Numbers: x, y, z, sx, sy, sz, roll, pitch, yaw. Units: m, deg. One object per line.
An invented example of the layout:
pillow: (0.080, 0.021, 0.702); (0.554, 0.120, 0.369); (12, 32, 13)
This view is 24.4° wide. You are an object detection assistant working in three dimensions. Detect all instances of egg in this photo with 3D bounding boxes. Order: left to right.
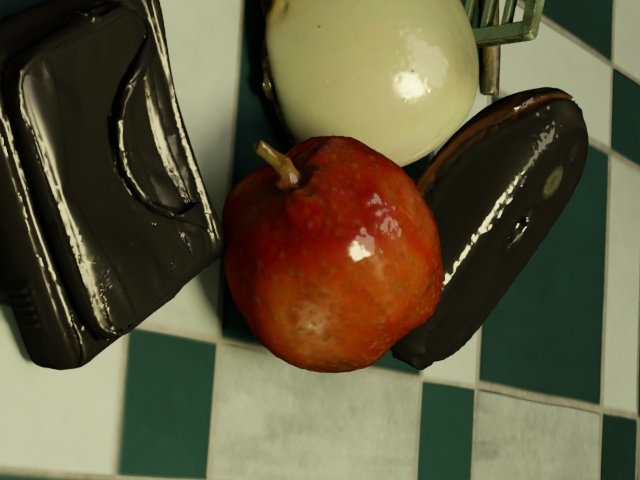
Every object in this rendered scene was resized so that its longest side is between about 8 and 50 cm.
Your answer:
egg: (0.068, -0.209, 1.473); (0.264, 0.174, 0.286); (8, 77, -59)

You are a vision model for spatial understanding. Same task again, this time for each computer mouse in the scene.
computer mouse: (0.155, -0.021, 1.521); (0.323, 0.116, 0.183); (-54, 147, -4)

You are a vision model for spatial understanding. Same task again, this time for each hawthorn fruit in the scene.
hawthorn fruit: (0.000, 0.000, 1.331); (0.253, 0.205, 0.205); (55, 45, -49)

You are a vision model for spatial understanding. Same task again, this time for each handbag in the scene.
handbag: (-0.176, -0.060, 1.187); (0.244, 0.088, 0.275); (-42, 120, -53)

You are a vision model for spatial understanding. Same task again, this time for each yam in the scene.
yam: (0.205, -0.293, 1.813); (0.027, 0.029, 0.234); (36, 53, -81)

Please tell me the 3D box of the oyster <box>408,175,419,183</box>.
oyster: (0.160, -0.020, 1.670); (0.252, 0.087, 0.199); (-30, 136, -32)

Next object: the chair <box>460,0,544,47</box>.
chair: (0.186, -0.370, 1.690); (0.147, 0.136, 0.270); (45, 54, -43)
